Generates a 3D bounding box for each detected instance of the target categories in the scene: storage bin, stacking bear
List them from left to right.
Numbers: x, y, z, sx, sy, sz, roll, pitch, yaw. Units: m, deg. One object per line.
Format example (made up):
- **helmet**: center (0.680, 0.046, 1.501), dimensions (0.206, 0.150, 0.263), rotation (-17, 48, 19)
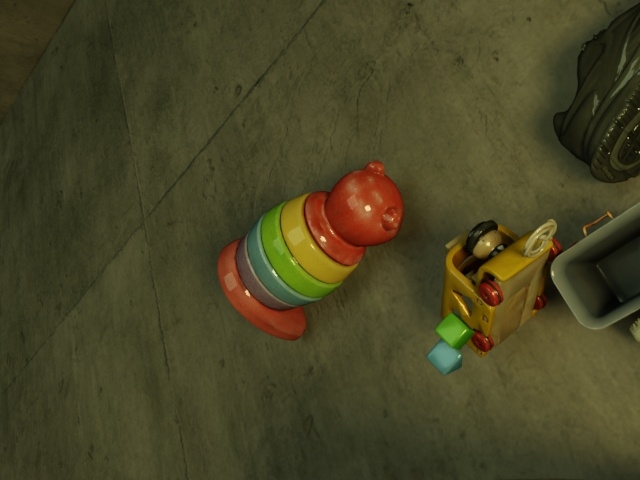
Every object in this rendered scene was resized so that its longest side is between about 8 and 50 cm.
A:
- **stacking bear**: center (0.000, 0.000, 1.145), dimensions (0.289, 0.164, 0.176), rotation (-35, 53, 32)
- **storage bin**: center (0.315, 0.017, 0.798), dimensions (0.135, 0.091, 0.098), rotation (-40, 69, 33)

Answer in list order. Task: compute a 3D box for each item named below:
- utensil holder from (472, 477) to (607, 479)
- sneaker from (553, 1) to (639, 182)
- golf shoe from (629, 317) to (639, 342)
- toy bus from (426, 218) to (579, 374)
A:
- **utensil holder**: center (0.229, 0.338, 0.569), dimensions (0.327, 0.385, 0.328), rotation (-19, 64, 45)
- **sneaker**: center (0.347, -0.209, 0.847), dimensions (0.286, 0.109, 0.130), rotation (-58, 35, 15)
- **golf shoe**: center (0.378, 0.082, 0.736), dimensions (0.176, 0.069, 0.086), rotation (-30, 61, 41)
- **toy bus**: center (0.186, 0.035, 0.865), dimensions (0.104, 0.191, 0.202), rotation (45, 113, 30)
